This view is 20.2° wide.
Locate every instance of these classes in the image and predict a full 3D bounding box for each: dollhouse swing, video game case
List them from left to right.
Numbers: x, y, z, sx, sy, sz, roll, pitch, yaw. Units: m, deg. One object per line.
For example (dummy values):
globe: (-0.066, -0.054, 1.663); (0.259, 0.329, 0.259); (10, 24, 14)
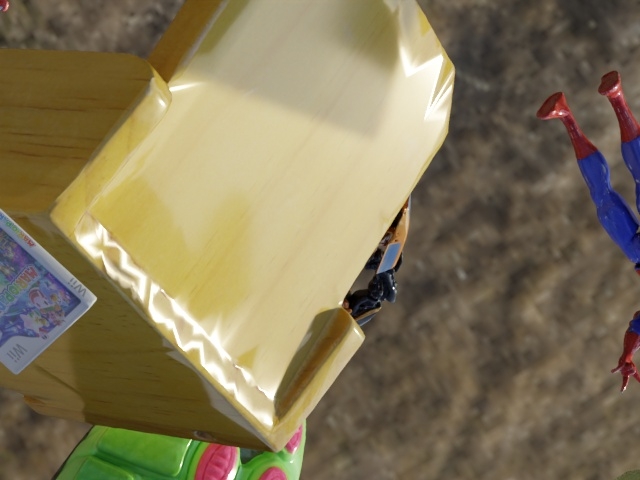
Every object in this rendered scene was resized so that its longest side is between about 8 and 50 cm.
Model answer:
video game case: (-0.181, 0.009, 0.924); (0.087, 0.122, 0.011); (-39, -170, 45)
dollhouse swing: (-0.121, -0.066, 1.261); (0.315, 0.305, 0.347); (6, 154, 29)

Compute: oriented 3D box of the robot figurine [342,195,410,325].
robot figurine: (0.000, 0.000, 2.037); (0.211, 0.085, 0.291); (14, 130, -4)

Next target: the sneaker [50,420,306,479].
sneaker: (-0.203, 0.272, 1.469); (0.483, 0.185, 0.202); (-48, -161, -18)

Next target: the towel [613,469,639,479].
towel: (0.216, 0.226, 1.146); (0.248, 0.038, 0.325); (-33, -171, -25)

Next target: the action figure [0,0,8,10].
action figure: (-0.414, -0.281, 2.070); (0.038, 0.115, 0.030); (-7, 107, -80)

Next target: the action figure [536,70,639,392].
action figure: (0.271, 0.010, 1.536); (0.091, 0.280, 0.139); (-21, -162, 28)
